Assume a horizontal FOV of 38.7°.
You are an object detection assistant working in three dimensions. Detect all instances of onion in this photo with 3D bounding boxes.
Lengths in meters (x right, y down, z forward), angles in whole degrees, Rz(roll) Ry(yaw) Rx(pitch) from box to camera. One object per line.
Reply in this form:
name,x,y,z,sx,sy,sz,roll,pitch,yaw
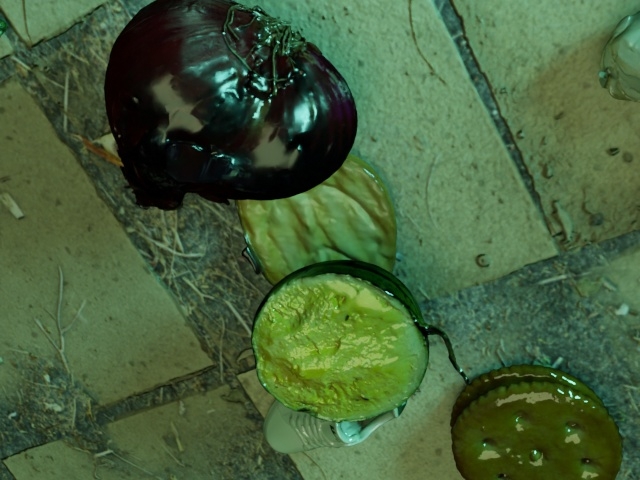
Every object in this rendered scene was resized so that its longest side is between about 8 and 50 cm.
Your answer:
onion,-0.095,-0.143,0.985,0.281,0.221,0.281,-1,124,-1

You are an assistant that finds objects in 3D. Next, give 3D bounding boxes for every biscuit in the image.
biscuit,0.000,-0.002,1.134,0.203,0.041,0.260,-10,116,16
biscuit,0.276,0.259,1.179,0.220,0.066,0.220,6,121,10

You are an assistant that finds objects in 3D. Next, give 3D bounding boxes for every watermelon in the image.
watermelon,0.033,0.107,1.092,0.232,0.127,0.204,-24,109,20

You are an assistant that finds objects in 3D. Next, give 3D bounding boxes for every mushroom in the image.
mushroom,0.396,-0.219,0.870,0.278,0.096,0.099,-28,108,23

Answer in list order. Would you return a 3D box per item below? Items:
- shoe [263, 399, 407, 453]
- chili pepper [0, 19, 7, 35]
shoe,0.014,0.232,1.215,0.265,0.110,0.095,-36,104,26
chili pepper,-0.443,-0.277,1.116,0.118,0.035,0.055,6,102,8
